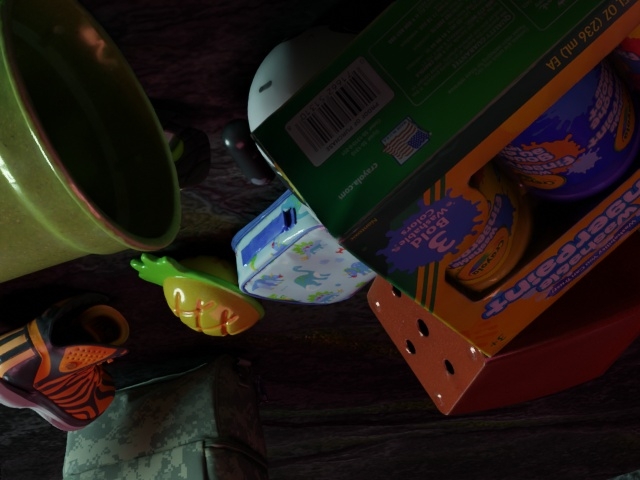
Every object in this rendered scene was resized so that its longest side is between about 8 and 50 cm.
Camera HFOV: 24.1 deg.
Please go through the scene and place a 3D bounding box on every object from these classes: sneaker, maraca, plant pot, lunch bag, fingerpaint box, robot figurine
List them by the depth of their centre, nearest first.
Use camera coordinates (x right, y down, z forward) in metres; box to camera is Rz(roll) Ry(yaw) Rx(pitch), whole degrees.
[{"bbox_3d":[-0.308,-0.064,1.387,0.254,0.276,0.276,-26,151,15],"label":"plant pot"},{"bbox_3d":[0.218,-0.130,1.409,0.445,0.163,0.371,-42,147,7],"label":"fingerpaint box"},{"bbox_3d":[0.030,-0.112,1.571,0.209,0.173,0.278,-47,151,-3],"label":"robot figurine"},{"bbox_3d":[-0.275,-0.085,1.596,0.300,0.111,0.121,9,158,-24],"label":"sneaker"},{"bbox_3d":[0.211,0.054,1.777,0.236,0.267,0.267,-25,161,-23],"label":"plant pot"},{"bbox_3d":[0.000,0.000,1.878,0.176,0.090,0.219,7,150,-32],"label":"lunch bag"},{"bbox_3d":[-0.158,0.063,1.953,0.186,0.099,0.127,27,155,-18],"label":"maraca"},{"bbox_3d":[-0.326,0.169,2.083,0.180,0.124,0.321,-29,163,11],"label":"sneaker"},{"bbox_3d":[-0.232,0.325,2.283,0.305,0.256,0.212,-17,156,18],"label":"lunch bag"}]
